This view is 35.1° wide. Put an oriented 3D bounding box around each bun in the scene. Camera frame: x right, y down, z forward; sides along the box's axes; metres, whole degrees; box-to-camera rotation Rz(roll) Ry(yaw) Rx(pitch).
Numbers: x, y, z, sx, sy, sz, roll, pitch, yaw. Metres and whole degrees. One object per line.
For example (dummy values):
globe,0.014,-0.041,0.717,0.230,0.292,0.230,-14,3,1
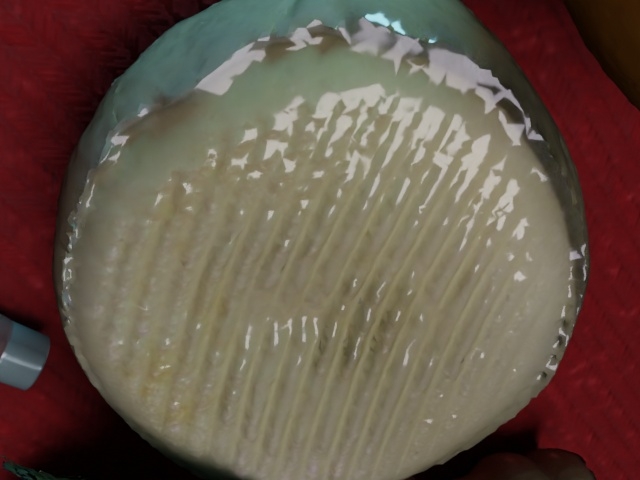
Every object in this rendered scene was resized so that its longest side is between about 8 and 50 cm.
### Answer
bun,0.000,0.000,0.539,0.287,0.146,0.287,-2,118,-4

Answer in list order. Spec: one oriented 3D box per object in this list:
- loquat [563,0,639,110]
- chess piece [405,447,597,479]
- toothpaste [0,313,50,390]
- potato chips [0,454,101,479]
loquat,0.248,-0.172,0.423,0.328,0.328,0.329,-10,122,-15
chess piece,0.067,0.215,0.712,0.243,0.133,0.133,3,119,-16
toothpaste,-0.243,0.028,0.531,0.205,0.036,0.056,28,106,-28
potato chips,-0.105,0.152,0.579,0.201,0.029,0.220,7,161,-3
